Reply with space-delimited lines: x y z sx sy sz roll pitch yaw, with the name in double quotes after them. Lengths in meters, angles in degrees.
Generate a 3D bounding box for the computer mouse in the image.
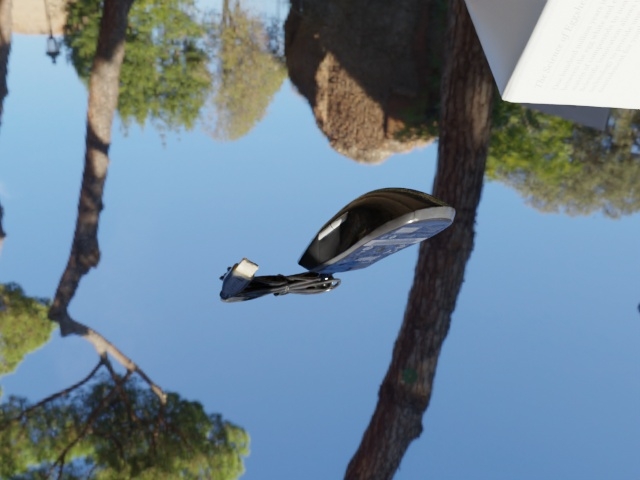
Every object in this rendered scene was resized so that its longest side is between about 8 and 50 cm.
0.000 0.000 0.722 0.184 0.060 0.262 -4 161 -36 "computer mouse"

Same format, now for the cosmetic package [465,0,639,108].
0.237 -0.204 0.422 0.225 0.224 0.138 1 -128 -12 "cosmetic package"
